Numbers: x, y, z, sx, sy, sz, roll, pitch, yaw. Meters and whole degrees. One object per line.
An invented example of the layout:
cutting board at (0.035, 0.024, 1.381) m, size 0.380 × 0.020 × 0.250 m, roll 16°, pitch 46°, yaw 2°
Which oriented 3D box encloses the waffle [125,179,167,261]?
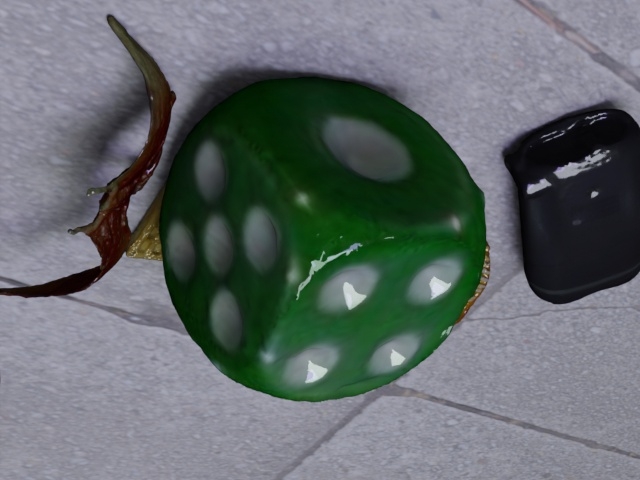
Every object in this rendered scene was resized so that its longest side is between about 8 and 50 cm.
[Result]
waffle at (-0.179, -0.029, 1.452) m, size 0.098 × 0.023 × 0.152 m, roll 9°, pitch 130°, yaw -38°

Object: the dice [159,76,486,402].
dice at (0.000, 0.000, 1.359) m, size 0.297 × 0.287 × 0.300 m, roll -3°, pitch 134°, yaw -36°

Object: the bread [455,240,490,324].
bread at (0.162, 0.056, 1.647) m, size 0.114 × 0.132 × 0.190 m, roll 8°, pitch 134°, yaw -36°

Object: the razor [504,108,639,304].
razor at (0.386, -0.038, 1.672) m, size 0.205 × 0.113 × 0.349 m, roll -22°, pitch 142°, yaw 1°

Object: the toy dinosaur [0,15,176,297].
toy dinosaur at (-0.252, -0.077, 1.274) m, size 0.113 × 0.206 × 0.327 m, roll 26°, pitch 137°, yaw 2°
